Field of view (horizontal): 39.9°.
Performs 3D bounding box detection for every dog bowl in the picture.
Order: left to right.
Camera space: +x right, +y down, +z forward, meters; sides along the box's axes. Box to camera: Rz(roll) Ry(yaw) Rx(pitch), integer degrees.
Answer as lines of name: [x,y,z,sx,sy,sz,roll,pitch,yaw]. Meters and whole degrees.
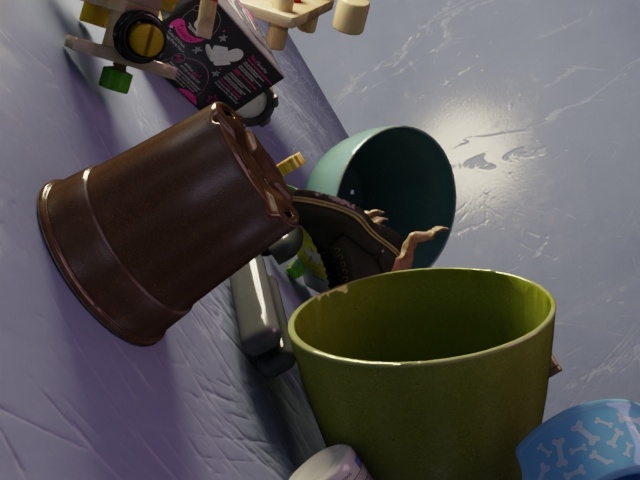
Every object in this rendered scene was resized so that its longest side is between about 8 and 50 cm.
dog bowl: [0.226,0.284,0.847,0.166,0.297,0.074,24,23,-28]

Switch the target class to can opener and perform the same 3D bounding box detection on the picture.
can opener: [-0.064,0.042,1.035,0.074,0.093,0.280,58,12,-33]

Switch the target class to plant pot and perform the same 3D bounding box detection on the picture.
plant pot: [-0.118,-0.022,0.748,0.167,0.165,0.167,56,10,-15]
plant pot: [0.082,-0.073,1.638,0.195,0.290,0.290,14,-31,52]
plant pot: [0.119,0.210,0.951,0.275,0.275,0.293,-82,165,-74]

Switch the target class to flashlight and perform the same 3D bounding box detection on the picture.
flashlight: [-0.153,-0.313,1.629,0.103,0.103,0.304,13,28,-24]

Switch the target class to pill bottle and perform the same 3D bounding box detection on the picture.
pill bottle: [0.034,0.272,0.844,0.137,0.078,0.078,56,11,-7]

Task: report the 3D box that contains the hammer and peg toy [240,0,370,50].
hammer and peg toy: [-0.074,-0.449,1.664,0.362,0.127,0.266,19,27,10]

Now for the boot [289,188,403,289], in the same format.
boot: [0.017,0.029,1.074,0.198,0.137,0.077,26,-15,-35]

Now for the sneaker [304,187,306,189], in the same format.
sneaker: [-0.009,-0.088,1.780,0.051,0.070,0.134,51,-20,8]

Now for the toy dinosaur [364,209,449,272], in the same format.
toy dinosaur: [0.094,0.057,1.460,0.296,0.200,0.127,13,-3,-42]

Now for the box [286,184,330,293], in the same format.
box: [0.000,0.000,1.299,0.105,0.043,0.179,25,-41,49]

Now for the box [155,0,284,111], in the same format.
box: [-0.188,-0.326,1.353,0.247,0.142,0.163,42,20,-58]

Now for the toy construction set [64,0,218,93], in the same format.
toy construction set: [-0.212,-0.293,1.063,0.309,0.258,0.237,0,102,-60]

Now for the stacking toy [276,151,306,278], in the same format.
stacking toy: [-0.036,-0.029,1.229,0.167,0.052,0.221,58,-20,-8]

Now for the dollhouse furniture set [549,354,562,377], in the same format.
dollhouse furniture set: [0.191,0.148,1.246,0.161,0.242,0.212,64,11,28]
